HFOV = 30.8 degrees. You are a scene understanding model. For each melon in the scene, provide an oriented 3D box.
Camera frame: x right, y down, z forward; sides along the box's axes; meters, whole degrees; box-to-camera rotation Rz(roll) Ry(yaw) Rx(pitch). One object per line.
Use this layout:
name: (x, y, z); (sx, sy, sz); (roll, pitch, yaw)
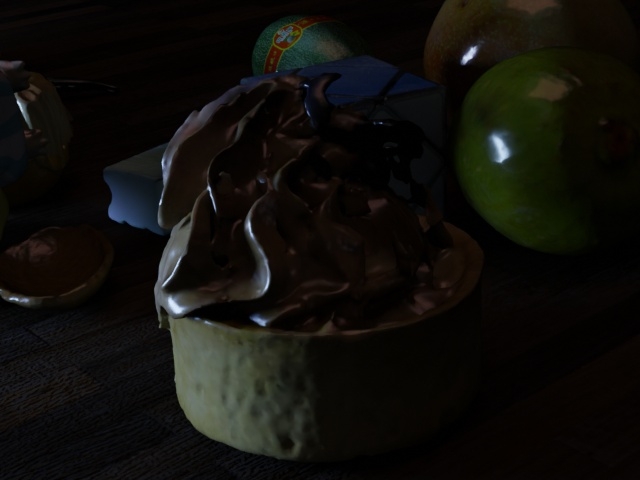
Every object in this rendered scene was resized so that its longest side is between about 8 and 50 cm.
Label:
melon: (-0.015, -0.289, 1.961); (0.182, 0.182, 0.287); (-18, 29, -31)

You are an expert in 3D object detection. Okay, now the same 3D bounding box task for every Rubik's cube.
Rubik's cube: (0.031, -0.112, 1.518); (0.205, 0.207, 0.205); (-13, 24, -25)

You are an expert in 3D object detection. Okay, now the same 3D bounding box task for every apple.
apple: (0.306, -0.260, 1.701); (0.319, 0.319, 0.277); (4, 12, 14)

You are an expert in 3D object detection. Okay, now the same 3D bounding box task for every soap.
soap: (-0.171, -0.090, 1.632); (0.145, 0.091, 0.230); (15, 30, 35)

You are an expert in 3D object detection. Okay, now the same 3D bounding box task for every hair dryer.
hair dryer: (-0.476, -0.275, 2.143); (0.219, 0.075, 0.195); (-4, 32, -22)

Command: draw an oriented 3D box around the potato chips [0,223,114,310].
potato chips: (-0.322, 0.038, 1.401); (0.150, 0.049, 0.201); (-19, 30, -23)

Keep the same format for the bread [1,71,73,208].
bread: (-0.562, -0.138, 1.683); (0.388, 0.183, 0.236); (-4, 20, 6)

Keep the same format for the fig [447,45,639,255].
fig: (0.276, -0.115, 1.458); (0.258, 0.258, 0.326); (-13, 14, -23)

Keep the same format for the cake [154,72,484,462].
cake: (0.000, 0.003, 1.116); (0.332, 0.321, 0.332); (-4, 22, 1)

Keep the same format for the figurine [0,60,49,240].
figurine: (-0.585, -0.088, 1.436); (0.377, 0.266, 0.361); (0, 28, 10)
